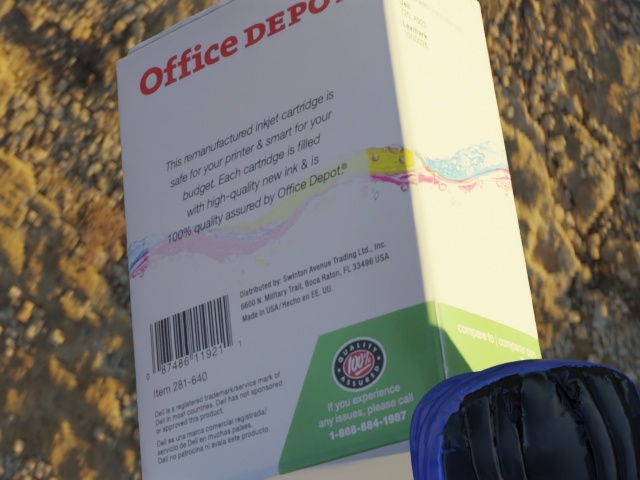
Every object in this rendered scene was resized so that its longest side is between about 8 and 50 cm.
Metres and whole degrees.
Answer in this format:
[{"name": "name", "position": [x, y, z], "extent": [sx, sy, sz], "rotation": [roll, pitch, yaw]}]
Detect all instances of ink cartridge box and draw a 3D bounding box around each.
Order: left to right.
[{"name": "ink cartridge box", "position": [0.000, 0.000, 0.808], "extent": [0.201, 0.278, 0.117], "rotation": [-21, 155, 32]}]

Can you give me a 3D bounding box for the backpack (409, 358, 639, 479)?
[{"name": "backpack", "position": [0.080, 0.107, 0.570], "extent": [0.098, 0.101, 0.120], "rotation": [-11, 90, -14]}]
